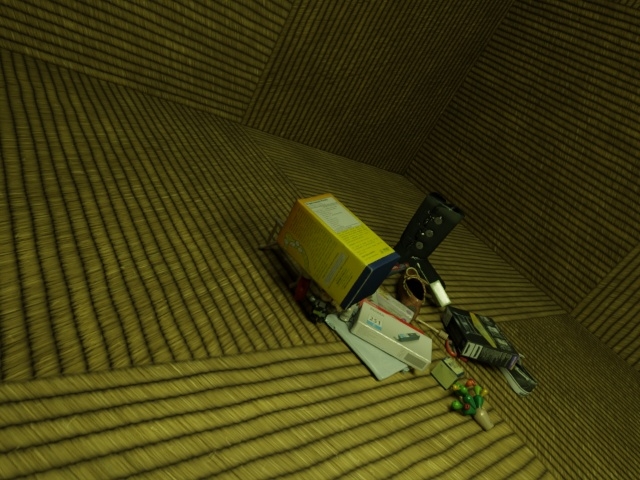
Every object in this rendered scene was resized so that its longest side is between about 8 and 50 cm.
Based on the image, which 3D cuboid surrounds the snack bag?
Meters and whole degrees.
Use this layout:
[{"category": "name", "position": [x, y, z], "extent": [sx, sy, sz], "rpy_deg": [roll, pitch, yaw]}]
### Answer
[{"category": "snack bag", "position": [0.210, 0.366, 1.606], "extent": [0.342, 0.037, 0.323], "rpy_deg": [-5, 42, -50]}]

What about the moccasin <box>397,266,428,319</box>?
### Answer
[{"category": "moccasin", "position": [0.430, 0.220, 2.017], "extent": [0.139, 0.147, 0.380], "rpy_deg": [33, 23, 6]}]

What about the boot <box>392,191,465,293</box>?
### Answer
[{"category": "boot", "position": [0.594, 0.024, 2.226], "extent": [0.366, 0.445, 0.146], "rpy_deg": [33, 23, 5]}]

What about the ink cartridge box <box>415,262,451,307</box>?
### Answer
[{"category": "ink cartridge box", "position": [0.543, 0.211, 2.106], "extent": [0.235, 0.056, 0.171], "rpy_deg": [64, 4, 12]}]

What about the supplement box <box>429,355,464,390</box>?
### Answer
[{"category": "supplement box", "position": [0.470, 0.492, 1.605], "extent": [0.056, 0.083, 0.083], "rpy_deg": [2, 36, -48]}]

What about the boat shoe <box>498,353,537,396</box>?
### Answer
[{"category": "boat shoe", "position": [0.849, 0.542, 1.933], "extent": [0.113, 0.105, 0.306], "rpy_deg": [22, 25, -20]}]

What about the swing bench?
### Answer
[{"category": "swing bench", "position": [-0.065, 0.046, 1.751], "extent": [0.254, 0.165, 0.253], "rpy_deg": [3, 36, -49]}]

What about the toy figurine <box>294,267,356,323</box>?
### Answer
[{"category": "toy figurine", "position": [0.031, 0.184, 1.567], "extent": [0.212, 0.148, 0.209], "rpy_deg": [7, 25, -34]}]

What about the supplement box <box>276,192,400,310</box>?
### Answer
[{"category": "supplement box", "position": [0.055, 0.028, 1.483], "extent": [0.356, 0.195, 0.194], "rpy_deg": [44, 34, 21]}]

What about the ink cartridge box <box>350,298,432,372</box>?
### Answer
[{"category": "ink cartridge box", "position": [0.275, 0.326, 1.629], "extent": [0.296, 0.066, 0.261], "rpy_deg": [29, 27, 2]}]

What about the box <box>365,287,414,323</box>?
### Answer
[{"category": "box", "position": [0.247, 0.246, 1.851], "extent": [0.324, 0.063, 0.067], "rpy_deg": [36, 25, 10]}]

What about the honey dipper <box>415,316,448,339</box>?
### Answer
[{"category": "honey dipper", "position": [0.487, 0.384, 1.912], "extent": [0.160, 0.031, 0.030], "rpy_deg": [32, 23, 7]}]

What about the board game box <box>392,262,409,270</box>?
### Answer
[{"category": "board game box", "position": [0.287, 0.150, 1.996], "extent": [0.281, 0.145, 0.027], "rpy_deg": [-3, 67, -53]}]

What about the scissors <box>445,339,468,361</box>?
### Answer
[{"category": "scissors", "position": [0.604, 0.439, 1.949], "extent": [0.108, 0.021, 0.297], "rpy_deg": [29, 25, -1]}]

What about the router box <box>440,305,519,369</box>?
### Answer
[{"category": "router box", "position": [0.701, 0.424, 1.933], "extent": [0.242, 0.081, 0.309], "rpy_deg": [17, 19, -6]}]

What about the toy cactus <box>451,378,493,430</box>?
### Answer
[{"category": "toy cactus", "position": [0.547, 0.576, 1.533], "extent": [0.219, 0.112, 0.181], "rpy_deg": [9, 40, -57]}]
